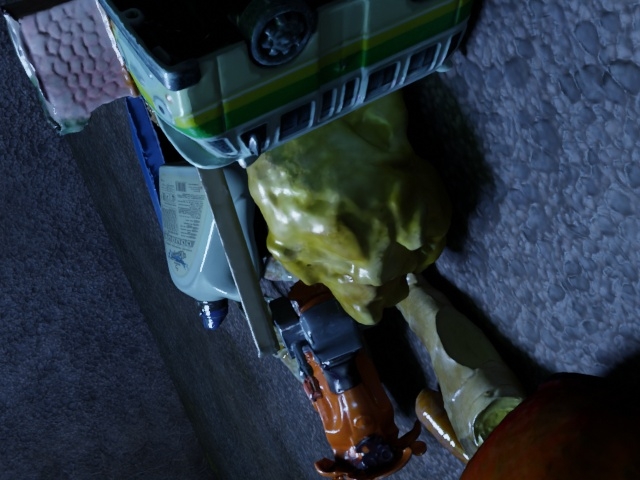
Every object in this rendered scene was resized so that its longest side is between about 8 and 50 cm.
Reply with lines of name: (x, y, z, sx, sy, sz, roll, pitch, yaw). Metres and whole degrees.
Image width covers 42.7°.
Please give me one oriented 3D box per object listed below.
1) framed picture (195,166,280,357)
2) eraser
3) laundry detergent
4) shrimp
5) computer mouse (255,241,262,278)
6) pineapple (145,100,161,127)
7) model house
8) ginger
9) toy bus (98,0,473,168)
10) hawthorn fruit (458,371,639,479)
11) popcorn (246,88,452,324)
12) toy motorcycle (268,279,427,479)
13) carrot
framed picture: (-0.140, -0.116, 0.975, 0.326, 0.028, 0.446, -127, 19, -75)
eraser: (-0.329, -0.137, 1.637, 0.144, 0.043, 0.311, 94, 156, -55)
laundry detergent: (-0.173, 0.010, 1.328, 0.215, 0.105, 0.280, 6, 104, 47)
shrimp: (-0.035, 0.122, 1.288, 0.360, 0.085, 0.246, 22, 130, 52)
computer mouse: (-0.187, 0.005, 1.497, 0.236, 0.082, 0.145, 37, 146, 51)
pineapple: (-0.237, -0.300, 1.197, 0.119, 0.130, 0.277, -1, 120, 27)
model house: (-0.366, -0.319, 1.335, 0.237, 0.237, 0.202, 34, 146, 60)
ginger: (0.143, 0.127, 0.882, 0.294, 0.086, 0.131, 57, 175, 39)
toy bus: (-0.015, -0.167, 0.629, 0.133, 0.276, 0.164, 52, 160, 29)
hawthorn fruit: (0.197, 0.225, 0.629, 0.215, 0.250, 0.215, 45, 169, 12)
popcorn: (0.020, -0.046, 0.807, 0.253, 0.190, 0.191, 64, 153, 11)
toy motorcycle: (0.031, 0.182, 1.040, 0.221, 0.148, 0.325, -121, 11, -53)
carrot: (0.189, 0.258, 0.968, 0.216, 0.048, 0.048, 45, 152, 31)
